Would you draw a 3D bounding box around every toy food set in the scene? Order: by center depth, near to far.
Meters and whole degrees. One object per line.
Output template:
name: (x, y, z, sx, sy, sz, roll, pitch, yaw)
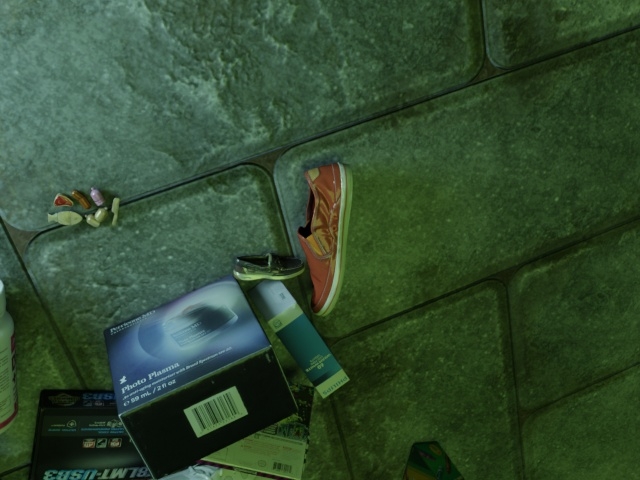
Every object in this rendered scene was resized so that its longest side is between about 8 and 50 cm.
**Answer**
toy food set: (-0.437, -0.064, 1.395, 0.122, 0.019, 0.077, 7, 112, -17)

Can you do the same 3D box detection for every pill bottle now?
pill bottle: (-0.638, 0.210, 1.367, 0.161, 0.160, 0.282, -2, 117, -21)

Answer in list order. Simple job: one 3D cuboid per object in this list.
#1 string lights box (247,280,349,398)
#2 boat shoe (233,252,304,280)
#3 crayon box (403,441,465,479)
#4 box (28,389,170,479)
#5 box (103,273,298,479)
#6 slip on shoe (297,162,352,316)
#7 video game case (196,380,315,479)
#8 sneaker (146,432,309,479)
string lights box: (-0.044, 0.206, 1.626, 0.077, 0.133, 0.259, -35, 123, -5)
boat shoe: (-0.104, 0.051, 1.568, 0.152, 0.056, 0.049, -7, 123, -19)
crayon box: (0.284, 0.696, 1.997, 0.081, 0.165, 0.278, 1, 115, -23)
box: (-0.465, 0.460, 1.624, 0.296, 0.073, 0.293, 6, 112, -25)
box: (-0.243, 0.250, 1.471, 0.296, 0.294, 0.182, -24, 120, -10)
slip on shoe: (0.000, 0.000, 1.555, 0.102, 0.123, 0.331, 1, 112, -10)
video game case: (-0.139, 0.391, 1.616, 0.232, 0.210, 0.042, 14, 148, -10)
sneaker: (-0.204, 0.473, 1.675, 0.448, 0.169, 0.257, 9, 97, -45)
